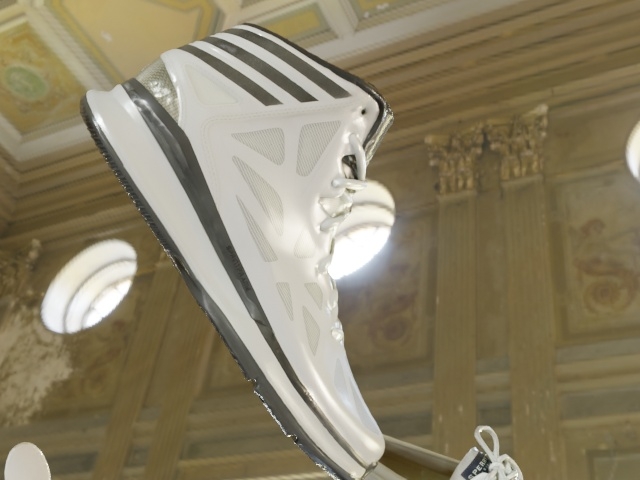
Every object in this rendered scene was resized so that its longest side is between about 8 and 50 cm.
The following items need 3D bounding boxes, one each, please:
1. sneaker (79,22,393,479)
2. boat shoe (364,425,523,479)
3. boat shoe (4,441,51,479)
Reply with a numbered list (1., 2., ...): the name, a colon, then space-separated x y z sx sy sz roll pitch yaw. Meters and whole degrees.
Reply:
1. sneaker: 0.000 0.000 0.751 0.257 0.169 0.447 -33 -79 -9
2. boat shoe: 0.197 0.313 0.990 0.367 0.136 0.156 13 -74 29
3. boat shoe: -0.438 0.390 1.222 0.066 0.063 0.184 -22 -73 -21
